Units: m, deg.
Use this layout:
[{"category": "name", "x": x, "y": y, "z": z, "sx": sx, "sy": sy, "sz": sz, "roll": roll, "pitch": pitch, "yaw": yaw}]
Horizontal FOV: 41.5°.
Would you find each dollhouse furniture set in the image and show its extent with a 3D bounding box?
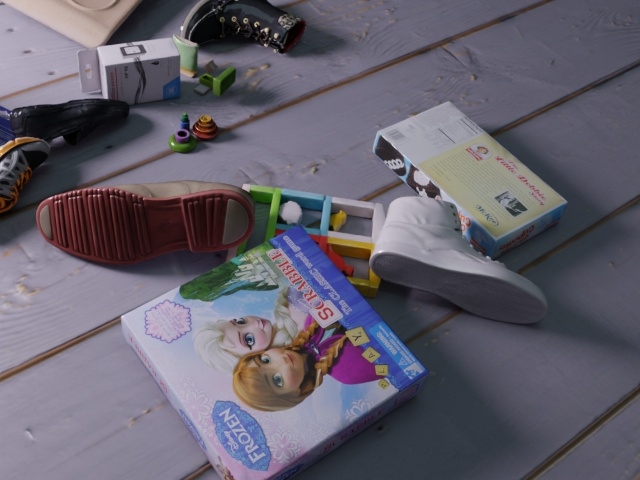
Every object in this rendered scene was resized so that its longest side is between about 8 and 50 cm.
[{"category": "dollhouse furniture set", "x": -0.243, "y": -0.333, "z": 1.644, "sx": 0.151, "sy": 0.076, "sz": 0.058, "roll": 27, "pitch": 49, "yaw": 14}]

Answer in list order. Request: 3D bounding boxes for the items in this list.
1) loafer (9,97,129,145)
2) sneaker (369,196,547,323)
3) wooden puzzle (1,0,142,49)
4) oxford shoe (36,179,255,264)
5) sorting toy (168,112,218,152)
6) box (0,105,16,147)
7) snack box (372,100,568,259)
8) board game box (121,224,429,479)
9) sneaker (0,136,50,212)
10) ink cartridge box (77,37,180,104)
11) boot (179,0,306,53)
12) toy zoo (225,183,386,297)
[{"category": "loafer", "x": -0.443, "y": -0.210, "z": 1.506, "sx": 0.223, "sy": 0.078, "sz": 0.076, "roll": -18, "pitch": 20, "yaw": -41}, {"category": "sneaker", "x": 0.237, "y": 0.018, "z": 1.373, "sx": 0.292, "sy": 0.108, "sz": 0.169, "roll": 21, "pitch": 48, "yaw": -2}, {"category": "wooden puzzle", "x": -0.513, "y": -0.574, "z": 1.775, "sx": 0.322, "sy": 0.080, "sz": 0.348, "roll": 28, "pitch": 58, "yaw": -1}, {"category": "oxford shoe", "x": -0.275, "y": -0.037, "z": 1.366, "sx": 0.348, "sy": 0.123, "sz": 0.130, "roll": 1, "pitch": 18, "yaw": 1}, {"category": "sorting toy", "x": -0.236, "y": -0.205, "z": 1.551, "sx": 0.102, "sy": 0.042, "sz": 0.061, "roll": -32, "pitch": 60, "yaw": -31}, {"category": "box", "x": -0.614, "y": -0.158, "z": 1.449, "sx": 0.136, "sy": 0.036, "sz": 0.225, "roll": 27, "pitch": 50, "yaw": 14}, {"category": "snack box", "x": 0.269, "y": -0.117, "z": 1.542, "sx": 0.187, "sy": 0.060, "sz": 0.322, "roll": -25, "pitch": 57, "yaw": -28}, {"category": "board game box", "x": -0.067, "y": 0.163, "z": 1.207, "sx": 0.318, "sy": 0.066, "sz": 0.319, "roll": -29, "pitch": 61, "yaw": -26}, {"category": "sneaker", "x": -0.524, "y": -0.092, "z": 1.385, "sx": 0.083, "sy": 0.084, "sz": 0.215, "roll": 41, "pitch": 56, "yaw": 6}, {"category": "ink cartridge box", "x": -0.357, "y": -0.312, "z": 1.587, "sx": 0.180, "sy": 0.104, "sz": 0.060, "roll": -13, "pitch": 53, "yaw": -20}, {"category": "boot", "x": -0.159, "y": -0.442, "z": 1.751, "sx": 0.178, "sy": 0.085, "sz": 0.236, "roll": 32, "pitch": 51, "yaw": 16}, {"category": "toy zoo", "x": 0.000, "y": 0.000, "z": 1.412, "sx": 0.293, "sy": 0.030, "sz": 0.192, "roll": 9, "pitch": 48, "yaw": -1}]
